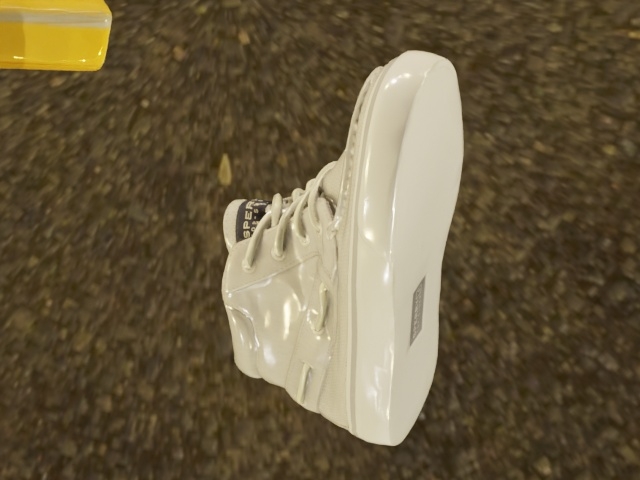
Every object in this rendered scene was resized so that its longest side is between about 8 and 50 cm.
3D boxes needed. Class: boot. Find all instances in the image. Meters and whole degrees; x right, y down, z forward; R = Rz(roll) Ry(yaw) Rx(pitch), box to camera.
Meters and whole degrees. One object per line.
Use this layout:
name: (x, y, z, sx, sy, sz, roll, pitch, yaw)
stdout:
boot: (0.000, 0.000, 0.828, 0.123, 0.095, 0.258, 20, 132, 19)

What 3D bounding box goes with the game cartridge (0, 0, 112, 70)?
game cartridge: (-0.321, -0.192, 0.931, 0.323, 0.285, 0.053, -4, 129, -27)
